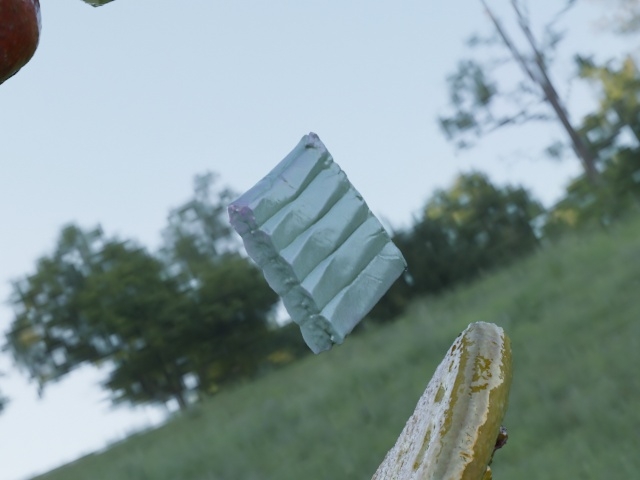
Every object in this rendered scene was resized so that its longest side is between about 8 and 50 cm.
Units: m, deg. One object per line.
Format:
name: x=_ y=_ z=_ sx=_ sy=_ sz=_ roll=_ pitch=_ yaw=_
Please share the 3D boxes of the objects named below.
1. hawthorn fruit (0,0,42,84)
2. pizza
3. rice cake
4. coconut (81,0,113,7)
hawthorn fruit: x=-0.347 y=-0.214 z=1.346 sx=0.173 sy=0.173 sz=0.173 roll=-24 pitch=-19 yaw=-9
pizza: x=0.099 y=0.223 z=1.269 sx=0.229 sy=0.081 sz=0.289 roll=-50 pitch=15 yaw=57
rice cake: x=0.000 y=0.000 z=1.346 sx=0.037 sy=0.189 sz=0.198 roll=-26 pitch=17 yaw=31
coconut: x=-0.270 y=-0.387 z=1.630 sx=0.259 sy=0.259 sz=0.259 roll=-24 pitch=-19 yaw=-9
